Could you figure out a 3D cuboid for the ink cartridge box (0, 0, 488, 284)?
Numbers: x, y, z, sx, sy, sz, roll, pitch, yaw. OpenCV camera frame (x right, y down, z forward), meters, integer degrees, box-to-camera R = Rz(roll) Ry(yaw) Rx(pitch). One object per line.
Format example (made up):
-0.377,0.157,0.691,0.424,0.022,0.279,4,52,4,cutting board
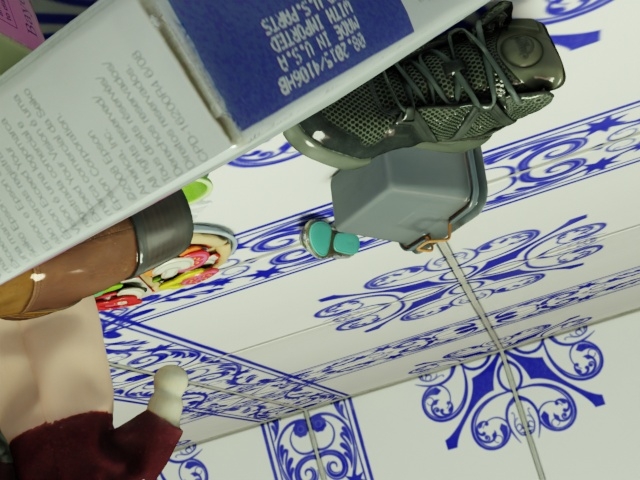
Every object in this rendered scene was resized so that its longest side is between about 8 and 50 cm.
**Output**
-0.084,-0.055,0.528,0.330,0.071,0.324,-25,-171,36,ink cartridge box

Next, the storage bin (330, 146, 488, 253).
0.072,-0.041,0.986,0.091,0.098,0.135,4,158,-26,storage bin

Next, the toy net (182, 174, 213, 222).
-0.145,-0.024,0.896,0.122,0.045,0.232,-15,165,-5,toy net

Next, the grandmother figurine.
-0.204,0.151,0.889,0.207,0.343,0.104,-17,165,7,grandmother figurine

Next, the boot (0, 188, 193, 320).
-0.257,0.040,0.695,0.264,0.096,0.280,-4,-167,45,boot

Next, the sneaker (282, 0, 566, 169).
0.074,-0.109,0.740,0.227,0.087,0.130,-6,161,-44,sneaker

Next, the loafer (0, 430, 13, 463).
-0.348,0.198,1.093,0.130,0.134,0.366,-12,-161,24,loafer

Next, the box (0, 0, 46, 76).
-0.253,-0.088,0.355,0.213,0.117,0.243,-28,164,13,box

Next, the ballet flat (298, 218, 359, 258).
0.000,0.000,1.156,0.041,0.041,0.114,-23,163,24,ballet flat

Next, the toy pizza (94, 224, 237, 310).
-0.178,0.034,1.099,0.201,0.032,0.201,-15,165,-4,toy pizza
